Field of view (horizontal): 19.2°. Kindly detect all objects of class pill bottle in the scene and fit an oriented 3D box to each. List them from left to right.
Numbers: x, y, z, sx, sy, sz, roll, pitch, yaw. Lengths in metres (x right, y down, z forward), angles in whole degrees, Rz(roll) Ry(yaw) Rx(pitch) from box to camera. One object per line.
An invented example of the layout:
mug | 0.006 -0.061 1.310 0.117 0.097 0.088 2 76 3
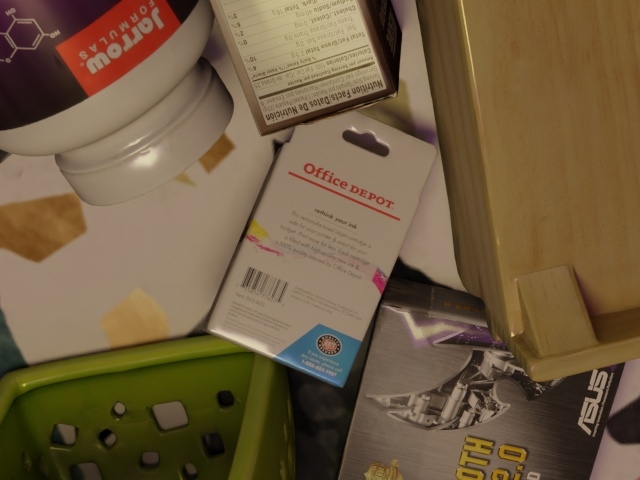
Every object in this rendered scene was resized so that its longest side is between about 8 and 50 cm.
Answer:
pill bottle | -0.188 -0.182 1.202 0.182 0.181 0.323 -26 118 14

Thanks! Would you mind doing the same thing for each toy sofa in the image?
toy sofa | 0.161 -0.106 1.254 0.150 0.177 0.362 -14 111 -7

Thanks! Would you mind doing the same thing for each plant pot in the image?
plant pot | -0.121 0.217 1.371 0.227 0.228 0.207 -11 118 11

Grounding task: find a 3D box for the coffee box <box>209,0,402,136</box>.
coffee box | -0.031 -0.211 1.224 0.098 0.141 0.246 -17 112 11

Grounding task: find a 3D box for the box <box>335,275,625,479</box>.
box | 0.110 0.155 1.411 0.183 0.056 0.231 13 113 -1

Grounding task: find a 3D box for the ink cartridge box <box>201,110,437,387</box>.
ink cartridge box | 0.000 0.000 1.331 0.104 0.061 0.181 24 86 -6

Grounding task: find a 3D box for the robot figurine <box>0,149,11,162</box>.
robot figurine | -0.351 -0.099 1.327 0.291 0.085 0.211 -17 111 11
